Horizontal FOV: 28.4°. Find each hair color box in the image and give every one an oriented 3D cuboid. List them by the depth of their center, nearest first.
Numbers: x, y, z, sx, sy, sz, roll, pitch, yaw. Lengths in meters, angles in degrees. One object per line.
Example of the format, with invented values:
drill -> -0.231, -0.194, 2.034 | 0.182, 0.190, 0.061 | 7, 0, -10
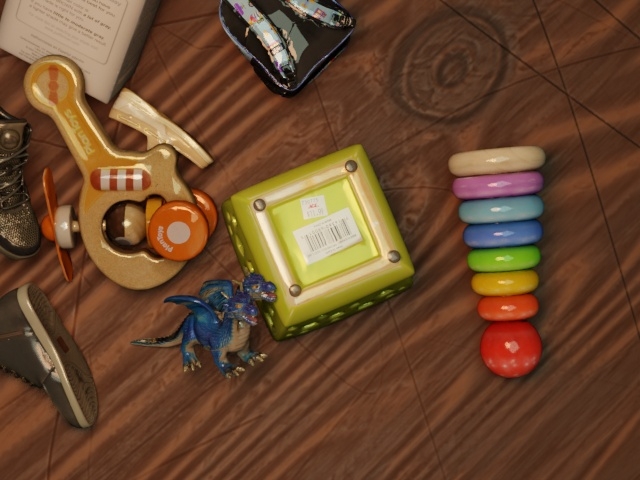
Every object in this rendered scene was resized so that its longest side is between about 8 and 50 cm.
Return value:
hair color box -> -0.297, -0.394, 1.719 | 0.185, 0.114, 0.374 | 28, 126, -1

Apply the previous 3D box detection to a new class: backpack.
backpack -> -0.057, -0.311, 1.829 | 0.173, 0.117, 0.158 | 43, 85, 0

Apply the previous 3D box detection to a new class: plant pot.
plant pot -> 0.000, 0.000, 1.764 | 0.228, 0.207, 0.227 | -22, 86, -5

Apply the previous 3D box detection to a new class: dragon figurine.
dragon figurine -> -0.157, 0.102, 1.739 | 0.085, 0.289, 0.144 | -25, 112, -39

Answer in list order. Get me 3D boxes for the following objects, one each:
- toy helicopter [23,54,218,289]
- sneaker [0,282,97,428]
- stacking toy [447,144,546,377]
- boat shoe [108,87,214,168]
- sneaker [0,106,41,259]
toy helicopter -> -0.315, -0.089, 1.771 | 0.235, 0.140, 0.355 | -28, 100, 7
sneaker -> -0.409, 0.180, 1.802 | 0.118, 0.083, 0.222 | -25, 94, 14
stacking toy -> 0.267, 0.033, 1.824 | 0.141, 0.141, 0.331 | -6, 93, -3
boat shoe -> -0.233, -0.151, 1.839 | 0.170, 0.063, 0.059 | 37, 91, 6
sneaker -> -0.433, -0.087, 1.724 | 0.087, 0.130, 0.228 | -21, 89, -38
